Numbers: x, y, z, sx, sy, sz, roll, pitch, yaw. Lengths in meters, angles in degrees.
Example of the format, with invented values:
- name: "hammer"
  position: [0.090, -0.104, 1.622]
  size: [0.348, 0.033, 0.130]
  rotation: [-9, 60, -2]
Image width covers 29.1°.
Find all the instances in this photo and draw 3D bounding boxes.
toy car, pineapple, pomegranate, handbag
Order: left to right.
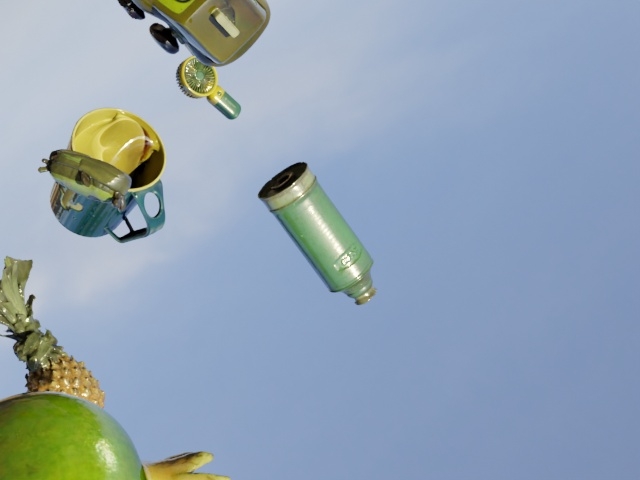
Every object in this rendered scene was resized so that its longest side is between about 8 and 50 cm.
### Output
- name: "pineapple"
  position: [-0.432, 0.156, 1.881]
  size: [0.119, 0.277, 0.130]
  rotation: [-21, -169, 45]
- name: "pomegranate"
  position: [-0.266, 0.308, 1.381]
  size: [0.358, 0.310, 0.216]
  rotation: [-10, 165, -24]
- name: "handbag"
  position: [-0.274, -0.076, 1.444]
  size: [0.072, 0.111, 0.047]
  rotation: [70, 44, -81]
- name: "toy car"
  position: [-0.177, -0.365, 1.846]
  size: [0.204, 0.248, 0.198]
  rotation: [-43, -140, 4]

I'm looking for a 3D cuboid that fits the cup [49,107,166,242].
- name: "cup"
  position: [-0.286, -0.070, 1.687]
  size: [0.131, 0.176, 0.155]
  rotation: [-30, 170, -38]

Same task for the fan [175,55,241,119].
- name: "fan"
  position: [-0.218, -0.292, 2.408]
  size: [0.039, 0.155, 0.082]
  rotation: [-16, -142, 52]

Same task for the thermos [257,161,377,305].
- name: "thermos"
  position: [0.001, 0.001, 1.508]
  size: [0.083, 0.188, 0.073]
  rotation: [-25, -159, 29]
